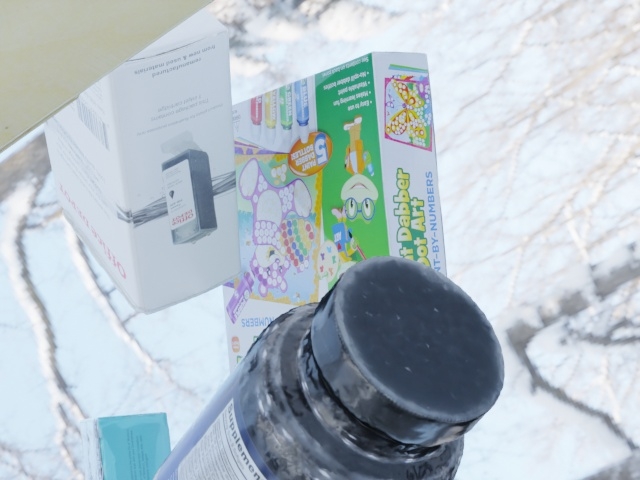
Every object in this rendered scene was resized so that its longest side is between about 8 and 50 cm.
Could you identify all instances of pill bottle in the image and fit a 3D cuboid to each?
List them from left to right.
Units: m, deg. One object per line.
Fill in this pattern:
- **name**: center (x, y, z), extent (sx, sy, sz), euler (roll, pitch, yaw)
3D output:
- **pill bottle**: center (-0.002, 0.110, 0.616), extent (0.122, 0.219, 0.123), euler (19, -137, -19)

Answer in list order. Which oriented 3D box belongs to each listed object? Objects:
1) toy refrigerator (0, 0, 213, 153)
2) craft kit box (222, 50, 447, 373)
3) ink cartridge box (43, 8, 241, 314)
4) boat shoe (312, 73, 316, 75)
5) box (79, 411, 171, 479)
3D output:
- **toy refrigerator**: center (-0.140, -0.073, 0.412), extent (0.094, 0.269, 0.102), euler (50, -158, -27)
- **craft kit box**: center (0.000, 0.000, 0.914), extent (0.061, 0.250, 0.247), euler (-7, -92, -33)
- **ink cartridge box**: center (-0.134, -0.080, 0.840), extent (0.092, 0.218, 0.158), euler (-21, -134, -25)
- **boat shoe**: center (-0.011, -0.151, 1.592), extent (0.065, 0.075, 0.206), euler (23, -141, -6)
- **box**: center (-0.180, 0.209, 1.076), extent (0.060, 0.244, 0.101), euler (-4, -97, -16)
